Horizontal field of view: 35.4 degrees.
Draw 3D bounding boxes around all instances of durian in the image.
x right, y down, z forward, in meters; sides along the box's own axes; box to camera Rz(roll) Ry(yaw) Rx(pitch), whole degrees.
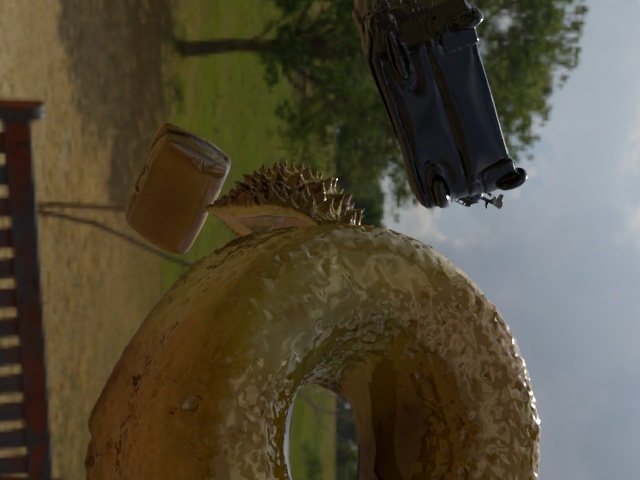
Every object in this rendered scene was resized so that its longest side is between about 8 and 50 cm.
[{"bbox_3d":[0.003,-0.003,1.218,0.138,0.250,0.183,-43,180,-44],"label":"durian"}]

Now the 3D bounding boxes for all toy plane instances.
[{"bbox_3d":[0.286,-0.085,1.853,0.031,0.120,0.049,-31,-142,63],"label":"toy plane"}]

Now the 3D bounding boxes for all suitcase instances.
[{"bbox_3d":[0.182,-0.260,1.617,0.339,0.188,0.345,-96,164,-57],"label":"suitcase"}]

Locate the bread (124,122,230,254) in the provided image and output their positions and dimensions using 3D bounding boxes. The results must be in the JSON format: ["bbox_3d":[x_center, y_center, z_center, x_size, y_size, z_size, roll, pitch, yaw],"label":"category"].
[{"bbox_3d":[-0.207,-0.065,1.406,0.200,0.116,0.077,-57,-170,40],"label":"bread"}]

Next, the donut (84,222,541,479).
[{"bbox_3d":[0.013,0.156,0.918,0.163,0.435,0.378,-26,-111,59],"label":"donut"}]
